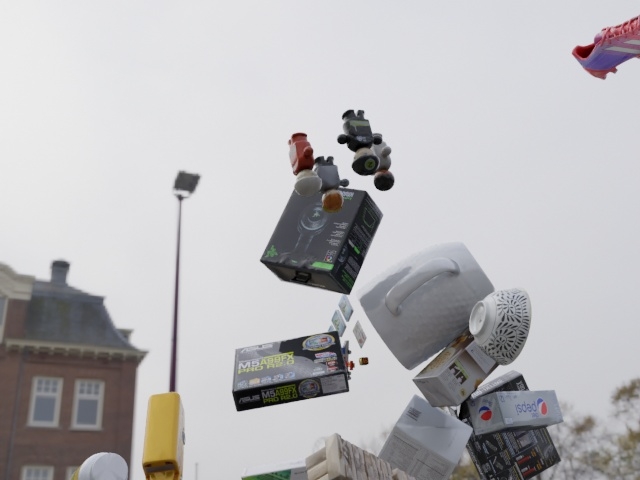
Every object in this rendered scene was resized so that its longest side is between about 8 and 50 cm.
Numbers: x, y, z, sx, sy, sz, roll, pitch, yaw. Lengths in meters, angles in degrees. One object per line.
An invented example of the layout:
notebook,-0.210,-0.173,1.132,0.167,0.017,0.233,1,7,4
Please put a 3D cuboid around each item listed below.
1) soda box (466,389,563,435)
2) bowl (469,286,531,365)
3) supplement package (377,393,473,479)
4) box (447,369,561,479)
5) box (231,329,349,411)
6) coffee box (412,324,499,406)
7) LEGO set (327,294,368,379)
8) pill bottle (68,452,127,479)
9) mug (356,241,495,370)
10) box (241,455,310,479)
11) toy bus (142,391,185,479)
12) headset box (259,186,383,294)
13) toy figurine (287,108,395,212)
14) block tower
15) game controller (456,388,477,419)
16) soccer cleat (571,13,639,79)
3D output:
soda box,0.508,0.444,1.973,0.286,0.091,0.098,10,-29,-44
bowl,0.364,0.171,1.594,0.080,0.170,0.170,15,-33,-12
supplement package,0.272,0.627,2.174,0.198,0.199,0.262,30,-64,14
box,0.561,0.587,2.326,0.242,0.307,0.076,-26,4,-9
box,-0.074,0.311,1.842,0.270,0.216,0.060,-10,-70,0
coffee box,0.375,0.315,1.970,0.246,0.098,0.141,-38,3,-23
LEGO set,0.068,0.306,2.263,0.060,0.244,0.182,2,-51,-26
pill bottle,-0.474,0.515,1.629,0.103,0.103,0.184,12,-34,-26
mug,0.294,0.149,2.102,0.328,0.276,0.374,-35,-24,7
box,-0.093,0.849,2.423,0.232,0.058,0.322,-14,-74,13
toy bus,-0.478,0.635,2.334,0.108,0.332,0.130,-6,-53,-3
headset box,0.000,0.000,2.105,0.246,0.283,0.131,10,-24,35
toy figurine,0.051,-0.162,1.658,0.213,0.148,0.209,-20,-24,16
block tower,0.109,0.485,1.458,0.097,0.091,0.335,-36,-54,21
game controller,0.403,0.370,2.206,0.067,0.319,0.166,9,-64,0
soccer cleat,0.615,-0.411,1.545,0.095,0.083,0.248,32,-22,-8
